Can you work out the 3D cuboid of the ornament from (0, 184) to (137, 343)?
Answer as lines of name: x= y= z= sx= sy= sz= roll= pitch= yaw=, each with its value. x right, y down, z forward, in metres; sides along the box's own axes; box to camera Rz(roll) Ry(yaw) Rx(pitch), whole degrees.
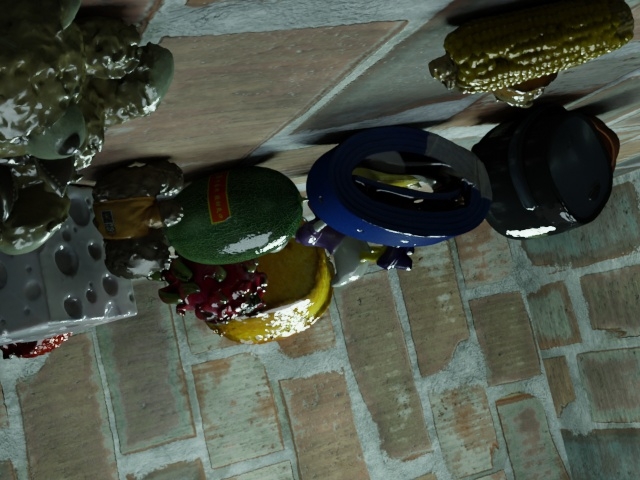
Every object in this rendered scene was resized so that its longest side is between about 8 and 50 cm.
ornament: x=-0.503 y=0.046 z=1.532 sx=0.240 sy=0.239 sz=0.240 roll=-16 pitch=173 yaw=23

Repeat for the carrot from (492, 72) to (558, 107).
carrot: x=0.290 y=-0.246 z=1.297 sx=0.102 sy=0.101 sz=0.263 roll=-14 pitch=180 yaw=7

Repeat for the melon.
melon: x=-0.155 y=-0.049 z=1.673 sx=0.288 sy=0.182 sz=0.182 roll=-13 pitch=174 yaw=5

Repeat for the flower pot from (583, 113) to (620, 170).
flower pot: x=0.582 y=-0.198 z=1.969 sx=0.191 sy=0.190 sz=0.173 roll=-17 pitch=-175 yaw=32

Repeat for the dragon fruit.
dragon fruit: x=-0.246 y=0.090 z=1.873 sx=0.273 sy=0.198 sz=0.218 roll=-23 pitch=159 yaw=33

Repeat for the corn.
corn: x=0.267 y=-0.251 z=1.118 sx=0.262 sy=0.097 sz=0.097 roll=-15 pitch=174 yaw=2

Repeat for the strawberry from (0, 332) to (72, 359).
strawberry: x=-0.652 y=0.135 z=2.022 sx=0.261 sy=0.261 sz=0.258 roll=-16 pitch=171 yaw=24

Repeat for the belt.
belt: x=0.150 y=-0.100 z=1.664 sx=0.347 sy=0.212 sz=0.117 roll=6 pitch=165 yaw=-23

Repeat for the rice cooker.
rice cooker: x=0.435 y=-0.136 z=1.773 sx=0.267 sy=0.267 sz=0.224 roll=-8 pitch=-179 yaw=-39

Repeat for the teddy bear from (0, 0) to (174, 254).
teddy bear: x=-0.265 y=-0.132 z=0.811 sx=0.267 sy=0.156 sz=0.256 roll=-52 pitch=-178 yaw=-10

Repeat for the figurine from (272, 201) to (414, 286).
figurine: x=0.005 y=-0.003 z=1.935 sx=0.421 sy=0.193 sz=0.154 roll=15 pitch=-165 yaw=12

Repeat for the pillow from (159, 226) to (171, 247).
pillow: x=-0.472 y=0.010 z=1.824 sx=0.322 sy=0.119 sz=0.255 roll=-17 pitch=174 yaw=19

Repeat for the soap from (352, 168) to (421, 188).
soap: x=0.118 y=-0.140 z=1.923 sx=0.135 sy=0.076 sz=0.233 roll=-18 pitch=171 yaw=33

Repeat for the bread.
bread: x=-0.141 y=0.075 z=2.154 sx=0.358 sy=0.336 sz=0.204 roll=-20 pitch=167 yaw=-10

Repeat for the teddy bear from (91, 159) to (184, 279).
teddy bear: x=-0.315 y=-0.030 z=1.475 sx=0.177 sy=0.190 sz=0.140 roll=-10 pitch=-178 yaw=26
